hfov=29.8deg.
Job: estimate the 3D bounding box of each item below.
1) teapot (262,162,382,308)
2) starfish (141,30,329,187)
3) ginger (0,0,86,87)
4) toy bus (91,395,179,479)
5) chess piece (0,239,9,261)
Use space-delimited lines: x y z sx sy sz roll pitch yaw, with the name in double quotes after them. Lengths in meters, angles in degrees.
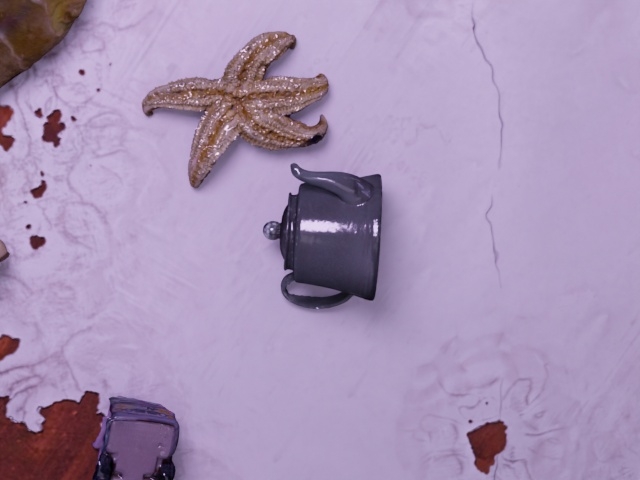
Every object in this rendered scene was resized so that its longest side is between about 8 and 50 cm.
0.000 0.000 1.542 0.149 0.162 0.239 3 134 -1 "teapot"
-0.106 -0.163 1.518 0.238 0.071 0.216 9 98 -5 "starfish"
-0.352 -0.276 1.422 0.116 0.109 0.263 36 98 -30 "ginger"
-0.267 0.360 1.595 0.112 0.138 0.317 12 101 -18 "toy bus"
-0.512 -0.086 1.453 0.138 0.124 0.307 -16 106 29 "chess piece"
